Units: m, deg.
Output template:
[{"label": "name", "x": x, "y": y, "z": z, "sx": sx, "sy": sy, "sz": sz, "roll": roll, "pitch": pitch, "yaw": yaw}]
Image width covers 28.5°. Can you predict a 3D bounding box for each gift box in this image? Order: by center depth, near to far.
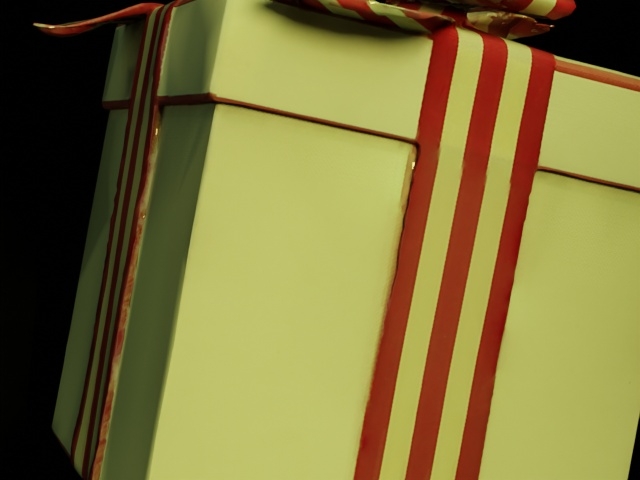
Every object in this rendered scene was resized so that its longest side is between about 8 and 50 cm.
[{"label": "gift box", "x": 0.000, "y": 0.000, "z": 0.589, "sx": 0.255, "sy": 0.276, "sz": 0.258, "roll": 12, "pitch": 90, "yaw": 64}]
